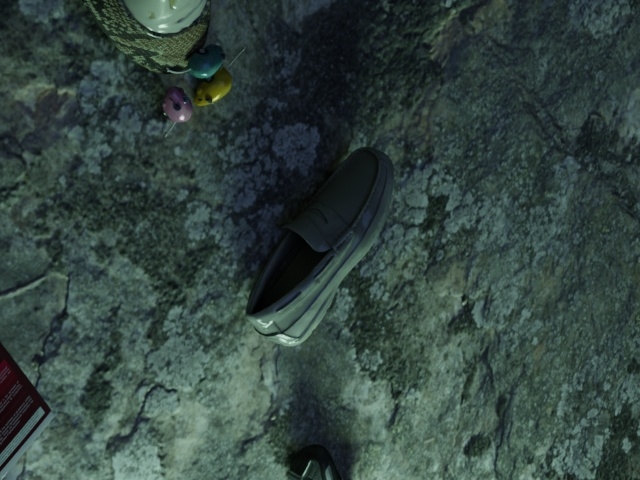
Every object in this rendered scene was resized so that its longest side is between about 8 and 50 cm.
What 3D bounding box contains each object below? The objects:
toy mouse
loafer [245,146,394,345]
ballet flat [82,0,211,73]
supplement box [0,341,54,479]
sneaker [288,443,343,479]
[{"bbox_3d":[-0.163,-0.202,1.936,0.161,0.031,0.143,-51,162,4],"label":"toy mouse"},{"bbox_3d":[0.000,0.000,2.124,0.111,0.112,0.319,38,78,-49],"label":"loafer"},{"bbox_3d":[-0.237,-0.381,1.761,0.164,0.182,0.483,-46,128,-22],"label":"ballet flat"},{"bbox_3d":[-0.436,0.181,1.797,0.130,0.073,0.239,-51,138,-26],"label":"supplement box"},{"bbox_3d":[0.025,0.388,2.288,0.132,0.086,0.229,-29,130,-37],"label":"sneaker"}]
